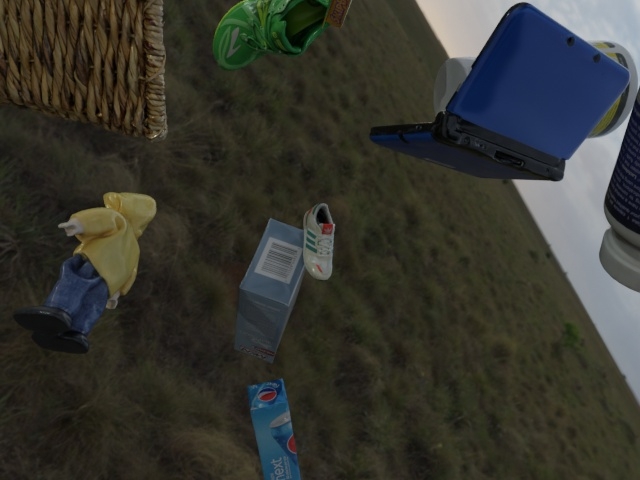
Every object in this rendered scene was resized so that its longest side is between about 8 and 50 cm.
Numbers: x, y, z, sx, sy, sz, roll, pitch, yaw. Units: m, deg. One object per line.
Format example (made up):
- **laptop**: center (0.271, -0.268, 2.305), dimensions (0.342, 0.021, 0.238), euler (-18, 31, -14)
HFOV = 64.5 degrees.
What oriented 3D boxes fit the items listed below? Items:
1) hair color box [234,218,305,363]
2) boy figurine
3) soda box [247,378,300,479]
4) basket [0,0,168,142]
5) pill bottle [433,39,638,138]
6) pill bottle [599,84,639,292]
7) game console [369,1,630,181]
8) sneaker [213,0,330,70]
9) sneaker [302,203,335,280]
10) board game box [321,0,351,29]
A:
- **hair color box**: center (-0.117, 0.135, 1.205), dimensions (0.113, 0.374, 0.185), euler (20, 57, 1)
- **boy figurine**: center (-0.337, 0.019, 0.767), dimensions (0.177, 0.092, 0.285), euler (80, 16, -49)
- **soda box**: center (-0.088, 0.374, 0.978), dimensions (0.067, 0.071, 0.210), euler (-117, -161, -62)
- **basket**: center (-0.223, -0.289, 0.572), dimensions (0.213, 0.223, 0.299), euler (-57, 158, -60)
- **pill bottle**: center (0.398, -0.280, 0.967), dimensions (0.188, 0.334, 0.188), euler (174, -90, -78)
- **pill bottle**: center (0.403, -0.072, 0.547), dimensions (0.153, 0.153, 0.265), euler (-88, 175, -52)
- **game console**: center (0.267, -0.201, 0.777), dimensions (0.293, 0.250, 0.173), euler (10, 92, -34)
- **sneaker**: center (-0.089, -0.403, 0.957), dimensions (0.109, 0.295, 0.123), euler (45, 35, -42)
- **sneaker**: center (0.000, 0.000, 1.038), dimensions (0.057, 0.075, 0.161), euler (3, 70, -20)
- **board game box**: center (0.060, -0.428, 0.727), dimensions (0.039, 0.124, 0.259), euler (23, 66, -4)
